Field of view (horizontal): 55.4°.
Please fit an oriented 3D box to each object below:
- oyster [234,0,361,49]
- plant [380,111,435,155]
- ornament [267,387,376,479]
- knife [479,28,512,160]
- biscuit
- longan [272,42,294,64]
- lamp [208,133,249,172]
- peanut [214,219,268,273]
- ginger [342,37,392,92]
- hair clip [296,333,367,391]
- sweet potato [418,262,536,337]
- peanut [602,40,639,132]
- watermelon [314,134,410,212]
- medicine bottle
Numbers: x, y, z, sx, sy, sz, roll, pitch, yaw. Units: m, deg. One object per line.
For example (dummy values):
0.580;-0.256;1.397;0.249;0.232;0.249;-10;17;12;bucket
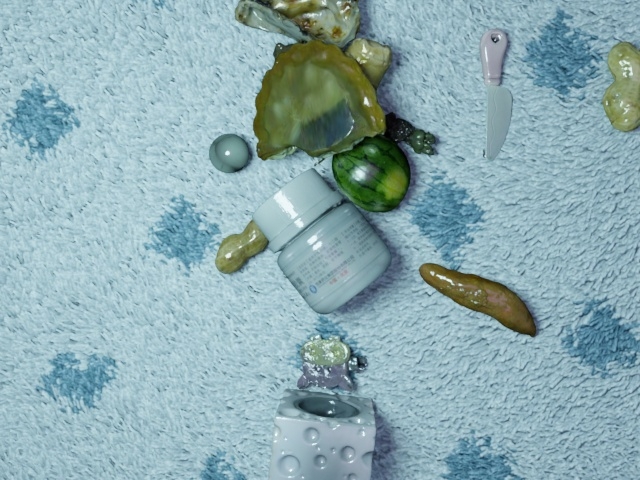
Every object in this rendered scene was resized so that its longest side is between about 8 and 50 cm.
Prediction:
-0.061;-0.563;1.540;0.337;0.133;0.197;12;58;7;oyster
0.221;-0.274;1.576;0.174;0.087;0.085;25;122;6;plant
0.003;0.525;1.515;0.239;0.240;0.239;7;92;2;ornament
0.458;-0.377;1.590;0.081;0.043;0.336;-4;97;-4;knife
-0.027;-0.300;1.465;0.329;0.078;0.335;48;110;13;biscuit
-0.074;-0.456;1.566;0.119;0.106;0.106;40;92;-17;longan
-0.235;-0.225;1.579;0.105;0.105;0.105;0;91;2;lamp
-0.200;0.009;1.595;0.193;0.089;0.089;-38;89;-2;peanut
0.035;-0.371;1.545;0.354;0.190;0.126;-32;62;13;ginger
0.029;0.321;1.604;0.187;0.056;0.146;0;84;5;hair clip
0.420;0.142;1.563;0.355;0.106;0.095;29;58;1;sweet potato
0.775;-0.388;1.540;0.103;0.098;0.229;6;88;-24;peanut
0.135;-0.186;1.522;0.232;0.127;0.204;43;56;-7;watermelon
0.000;0.000;1.503;0.245;0.245;0.306;-38;89;2;medicine bottle
